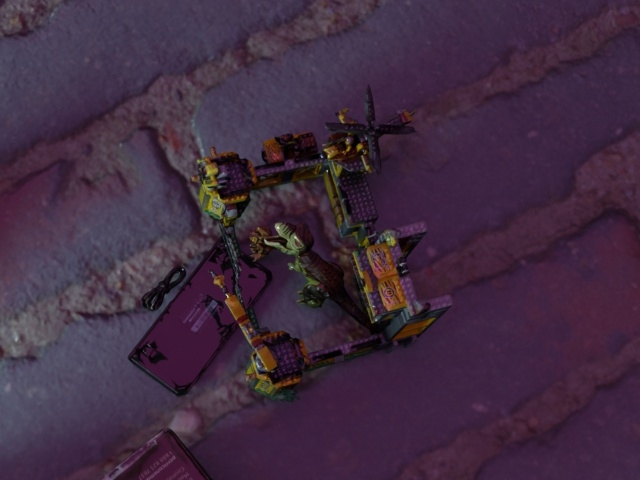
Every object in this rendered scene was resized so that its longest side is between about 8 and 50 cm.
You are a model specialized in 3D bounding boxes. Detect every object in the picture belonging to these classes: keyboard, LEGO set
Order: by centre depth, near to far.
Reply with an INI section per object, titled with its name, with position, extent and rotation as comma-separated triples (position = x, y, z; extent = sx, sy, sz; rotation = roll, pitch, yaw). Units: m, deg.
[LEGO set]
position = 0.000, 0.000, 1.144
extent = 0.254, 0.192, 0.331
rotation = -5, 72, -12
[keyboard]
position = -0.148, 0.079, 1.214
extent = 0.108, 0.023, 0.180
rotation = 36, 74, 1

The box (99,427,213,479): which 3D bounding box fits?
[box]
position = -0.158, 0.312, 1.047
extent = 0.168, 0.203, 0.167
rotation = -39, 79, -13
